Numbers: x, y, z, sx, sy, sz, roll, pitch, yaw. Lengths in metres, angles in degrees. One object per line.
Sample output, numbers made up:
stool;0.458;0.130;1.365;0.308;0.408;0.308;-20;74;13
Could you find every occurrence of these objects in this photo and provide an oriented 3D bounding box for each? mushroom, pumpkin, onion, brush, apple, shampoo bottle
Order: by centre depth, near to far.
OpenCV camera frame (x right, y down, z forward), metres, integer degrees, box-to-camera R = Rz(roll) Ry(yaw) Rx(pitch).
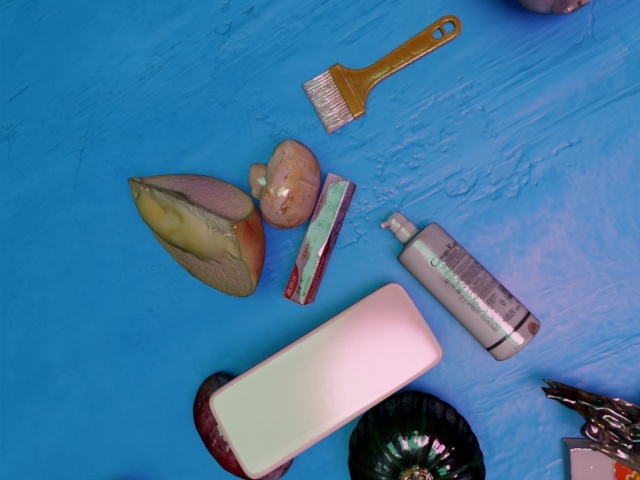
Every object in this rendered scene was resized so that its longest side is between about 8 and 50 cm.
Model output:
pumpkin;0.137;0.323;0.670;0.201;0.140;0.202;1;95;13
shampoo bottle;0.199;0.055;0.692;0.085;0.085;0.262;-46;77;9
mushroom;-0.056;-0.088;0.739;0.112;0.148;0.148;7;90;-1
brush;0.107;-0.288;0.765;0.272;0.013;0.103;-29;81;12
onion;-0.143;0.326;0.768;0.205;0.098;0.151;33;95;13
apple;-0.185;-0.012;0.779;0.264;0.120;0.193;22;135;29

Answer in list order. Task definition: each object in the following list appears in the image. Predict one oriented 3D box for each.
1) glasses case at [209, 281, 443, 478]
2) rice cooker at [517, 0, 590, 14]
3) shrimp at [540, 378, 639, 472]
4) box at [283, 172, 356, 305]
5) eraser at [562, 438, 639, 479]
glasses case;0.009;0.204;0.698;0.336;0.076;0.144;-30;79;-4
rice cooker;0.304;-0.495;0.555;0.335;0.335;0.325;-35;84;11
shrimp;0.518;0.200;0.585;0.444;0.085;0.272;5;73;13
box;0.000;0.000;0.763;0.039;0.055;0.218;21;93;17
eraser;0.466;0.360;0.633;0.230;0.038;0.158;-4;87;14
